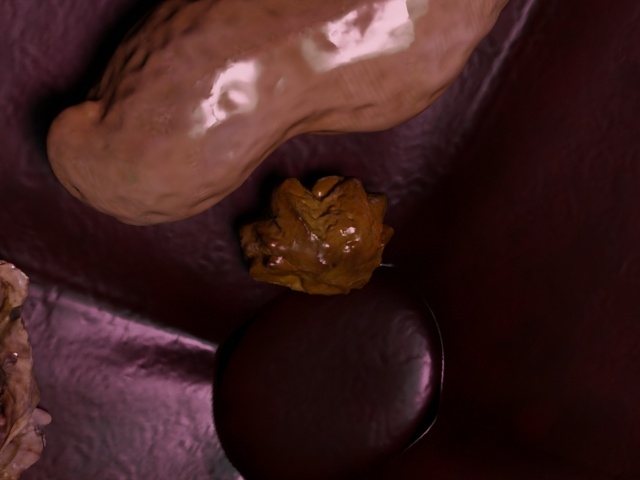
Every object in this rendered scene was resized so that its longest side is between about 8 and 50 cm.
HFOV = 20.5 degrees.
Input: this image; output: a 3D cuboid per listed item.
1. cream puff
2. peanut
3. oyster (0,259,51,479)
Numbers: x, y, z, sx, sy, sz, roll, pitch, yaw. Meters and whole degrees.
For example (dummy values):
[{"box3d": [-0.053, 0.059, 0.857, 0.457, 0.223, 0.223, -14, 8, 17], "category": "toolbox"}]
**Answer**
[{"box3d": [0.000, 0.000, 0.960, 0.083, 0.058, 0.083, -49, 125, 4], "category": "cream puff"}, {"box3d": [-0.015, -0.092, 0.887, 0.263, 0.101, 0.117, -27, 110, -12], "category": "peanut"}, {"box3d": [-0.194, 0.073, 0.909, 0.108, 0.053, 0.166, -7, 122, -11], "category": "oyster"}]
